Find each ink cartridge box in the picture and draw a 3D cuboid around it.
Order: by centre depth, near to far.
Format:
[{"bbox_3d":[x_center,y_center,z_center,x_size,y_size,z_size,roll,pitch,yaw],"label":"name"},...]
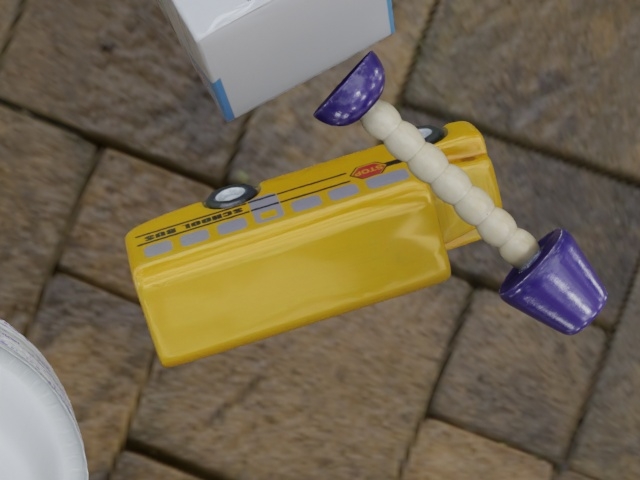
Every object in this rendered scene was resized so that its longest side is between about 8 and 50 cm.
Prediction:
[{"bbox_3d":[-0.081,-0.300,1.675,0.197,0.198,0.270,-29,71,-4],"label":"ink cartridge box"}]

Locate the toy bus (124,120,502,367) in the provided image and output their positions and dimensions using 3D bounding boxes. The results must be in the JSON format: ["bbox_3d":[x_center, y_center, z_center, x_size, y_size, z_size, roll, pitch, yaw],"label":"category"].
[{"bbox_3d":[0.000,0.000,1.538,0.333,0.130,0.108,-17,113,-4],"label":"toy bus"}]

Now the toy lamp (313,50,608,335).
[{"bbox_3d":[0.116,-0.031,1.385,0.275,0.080,0.080,42,93,-4],"label":"toy lamp"}]

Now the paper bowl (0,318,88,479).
[{"bbox_3d":[-0.317,0.192,1.315,0.284,0.148,0.284,-4,105,-15],"label":"paper bowl"}]
